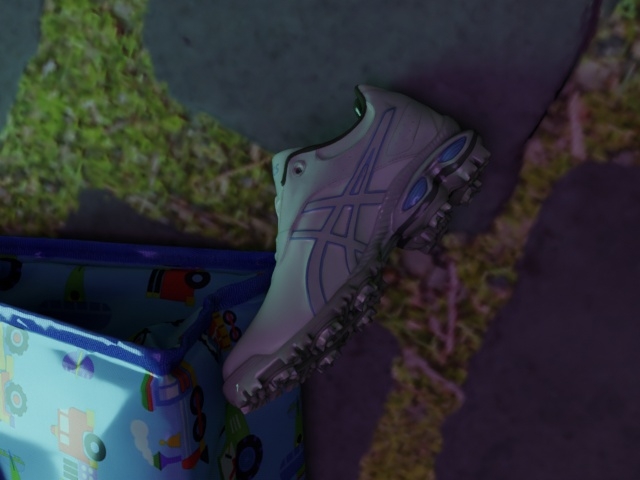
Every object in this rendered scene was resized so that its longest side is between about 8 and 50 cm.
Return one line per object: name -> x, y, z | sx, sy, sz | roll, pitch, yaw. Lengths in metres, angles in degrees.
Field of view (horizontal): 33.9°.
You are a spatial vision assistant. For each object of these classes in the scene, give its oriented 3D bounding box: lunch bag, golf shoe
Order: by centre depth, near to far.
golf shoe -> 0.000, 0.000, 0.502 | 0.086, 0.069, 0.176 | 38, 71, 12
lunch bag -> -0.165, 0.113, 0.590 | 0.293, 0.138, 0.221 | 7, 111, 25
